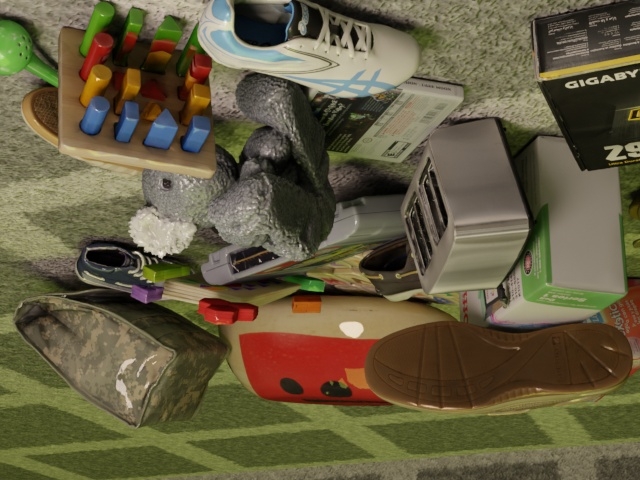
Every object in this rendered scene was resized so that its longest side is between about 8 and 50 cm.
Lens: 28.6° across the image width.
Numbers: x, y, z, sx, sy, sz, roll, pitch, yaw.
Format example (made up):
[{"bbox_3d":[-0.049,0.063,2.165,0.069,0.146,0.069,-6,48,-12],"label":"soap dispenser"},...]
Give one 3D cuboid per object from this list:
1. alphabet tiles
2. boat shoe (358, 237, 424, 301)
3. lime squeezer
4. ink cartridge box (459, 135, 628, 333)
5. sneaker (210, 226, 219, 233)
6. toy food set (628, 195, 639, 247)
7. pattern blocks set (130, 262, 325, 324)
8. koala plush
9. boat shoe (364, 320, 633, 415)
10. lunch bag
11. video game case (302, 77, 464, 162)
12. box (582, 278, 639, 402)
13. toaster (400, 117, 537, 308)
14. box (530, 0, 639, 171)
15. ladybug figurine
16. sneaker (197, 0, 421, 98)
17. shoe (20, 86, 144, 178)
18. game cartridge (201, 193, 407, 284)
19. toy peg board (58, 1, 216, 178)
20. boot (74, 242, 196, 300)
[{"bbox_3d":[0.121,0.064,1.945,0.284,0.021,0.278,-1,162,41],"label":"alphabet tiles"},{"bbox_3d":[0.139,0.025,1.700,0.068,0.081,0.227,36,146,-21],"label":"boat shoe"},{"bbox_3d":[-0.367,-0.210,1.291,0.310,0.059,0.110,13,-174,-35],"label":"lime squeezer"},{"bbox_3d":[0.282,0.013,1.652,0.117,0.201,0.278,6,159,-15],"label":"ink cartridge box"},{"bbox_3d":[-0.137,-0.037,1.702,0.078,0.067,0.188,-24,152,35],"label":"sneaker"},{"bbox_3d":[0.489,-0.056,1.720,0.132,0.039,0.192,-9,153,3],"label":"toy food set"},{"bbox_3d":[-0.130,0.072,1.805,0.285,0.026,0.324,13,-169,35],"label":"pattern blocks set"},{"bbox_3d":[-0.112,-0.062,1.452,0.221,0.196,0.203,-1,153,23],"label":"koala plush"},{"bbox_3d":[0.229,0.176,1.631,0.341,0.122,0.110,-1,157,11],"label":"boat shoe"},{"bbox_3d":[-0.326,0.164,2.019,0.287,0.169,0.235,29,-175,18],"label":"lunch bag"},{"bbox_3d":[0.052,-0.147,1.484,0.173,0.022,0.190,6,159,-18],"label":"video game case"},{"bbox_3d":[0.442,0.177,2.168,0.154,0.142,0.300,2,159,-5],"label":"box"},{"bbox_3d":[0.178,-0.030,1.531,0.110,0.186,0.168,-7,152,-13],"label":"toaster"},{"bbox_3d":[0.410,-0.175,1.338,0.321,0.079,0.257,-8,160,20],"label":"box"},{"bbox_3d":[0.030,0.190,2.106,0.449,0.162,0.305,-4,165,31],"label":"ladybug figurine"},{"bbox_3d":[-0.003,-0.199,1.255,0.237,0.085,0.086,6,163,-20],"label":"sneaker"},{"bbox_3d":[-0.272,-0.117,1.478,0.058,0.077,0.219,-20,154,31],"label":"shoe"},{"bbox_3d":[0.000,0.000,1.745,0.294,0.060,0.196,-20,175,40],"label":"game cartridge"},{"bbox_3d":[-0.178,-0.160,1.272,0.161,0.161,0.079,8,142,-22],"label":"toy peg board"},{"bbox_3d":[-0.277,0.047,1.918,0.189,0.069,0.086,6,164,-15],"label":"boot"}]
